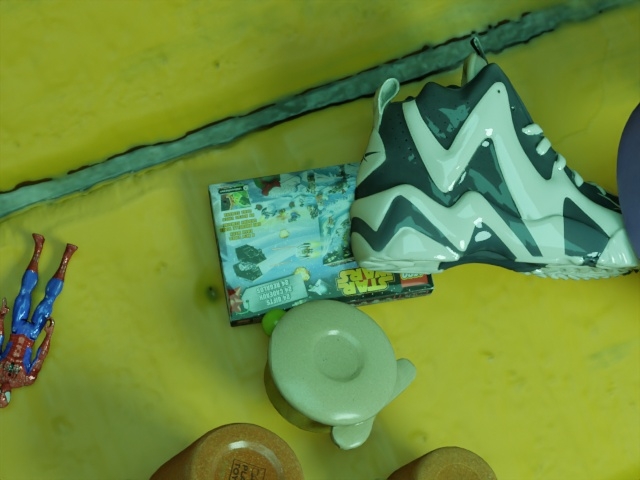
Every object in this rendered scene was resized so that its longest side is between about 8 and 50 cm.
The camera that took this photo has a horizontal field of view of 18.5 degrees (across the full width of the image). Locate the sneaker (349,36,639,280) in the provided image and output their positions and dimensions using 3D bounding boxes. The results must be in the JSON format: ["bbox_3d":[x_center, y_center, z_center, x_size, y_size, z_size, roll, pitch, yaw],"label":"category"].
[{"bbox_3d":[0.134,-0.055,1.271,0.235,0.094,0.153,1,83,-8],"label":"sneaker"}]

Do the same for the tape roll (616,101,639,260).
[{"bbox_3d":[0.285,-0.031,1.250,0.189,0.080,0.189,13,63,-28],"label":"tape roll"}]

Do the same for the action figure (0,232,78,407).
[{"bbox_3d":[-0.191,0.054,1.280,0.038,0.030,0.115,17,81,-4],"label":"action figure"}]

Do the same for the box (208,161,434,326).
[{"bbox_3d":[0.000,0.000,1.298,0.137,0.027,0.094,-8,78,-4],"label":"box"}]

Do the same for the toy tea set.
[{"bbox_3d":[0.035,0.208,1.234,0.336,0.124,0.200,47,56,7],"label":"toy tea set"}]
